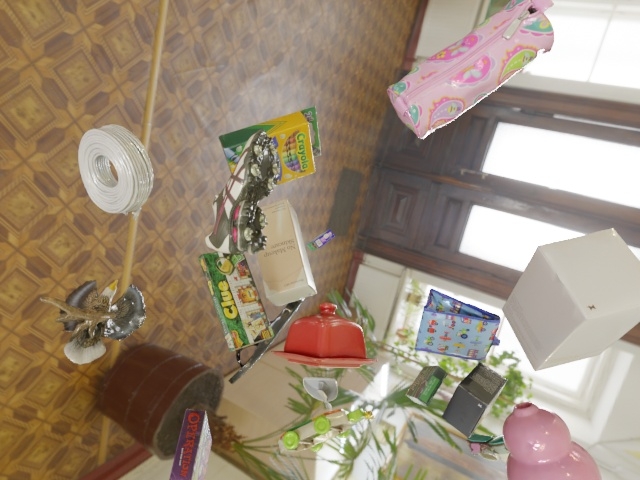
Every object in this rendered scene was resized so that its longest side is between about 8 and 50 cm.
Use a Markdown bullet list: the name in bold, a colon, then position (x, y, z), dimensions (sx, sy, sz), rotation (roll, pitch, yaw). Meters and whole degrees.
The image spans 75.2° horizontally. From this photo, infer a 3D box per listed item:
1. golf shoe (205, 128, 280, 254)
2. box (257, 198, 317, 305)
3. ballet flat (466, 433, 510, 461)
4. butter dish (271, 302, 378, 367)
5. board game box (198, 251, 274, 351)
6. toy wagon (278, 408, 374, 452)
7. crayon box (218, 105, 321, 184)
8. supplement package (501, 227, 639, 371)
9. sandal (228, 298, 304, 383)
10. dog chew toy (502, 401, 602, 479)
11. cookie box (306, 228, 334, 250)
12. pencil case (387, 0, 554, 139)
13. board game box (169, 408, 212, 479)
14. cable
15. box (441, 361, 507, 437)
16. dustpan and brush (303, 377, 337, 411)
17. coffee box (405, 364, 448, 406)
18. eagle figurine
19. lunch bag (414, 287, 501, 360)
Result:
- **golf shoe**: position (-0.160, -0.104, 0.837), dimensions (0.105, 0.120, 0.273), rotation (44, 50, -54)
- **box**: position (-0.124, 0.040, 1.356), dimensions (0.121, 0.147, 0.311), rotation (60, 11, -65)
- **ballet flat**: position (0.558, 0.662, 1.327), dimensions (0.076, 0.079, 0.221), rotation (-15, 163, -28)
- **butter dish**: position (0.010, 0.180, 0.802), dimensions (0.160, 0.159, 0.118), rotation (15, 75, -38)
- **board game box**: position (-0.221, 0.150, 1.096), dimensions (0.136, 0.260, 0.030), rotation (-8, 160, -48)
- **toy wagon**: position (0.027, 0.671, 1.480), dimensions (0.344, 0.068, 0.267), rotation (-28, 147, 5)
- **crayon box**: position (-0.141, -0.284, 1.343), dimensions (0.322, 0.083, 0.203), rotation (-21, 141, -10)
- **supplement package**: position (0.560, 0.142, 0.926), dimensions (0.293, 0.175, 0.178), rotation (82, -5, -54)
- **sandal**: position (-0.237, 0.380, 1.679), dimensions (0.446, 0.107, 0.167), rotation (-52, 174, 1)
- **dog chew toy**: position (0.483, 0.503, 0.854), dimensions (0.206, 0.206, 0.332), rotation (-3, 72, -65)
- **cookie box**: position (0.000, 0.000, 1.760), dimensions (0.091, 0.040, 0.107), rotation (-37, -176, -20)
- **pencil case**: position (0.261, -0.303, 0.734), dimensions (0.284, 0.124, 0.124), rotation (-33, 162, 15)
- **board game box**: position (-0.272, 0.539, 0.806), dimensions (0.208, 0.056, 0.347), rotation (108, -12, -48)
- **cable**: position (-0.614, -0.209, 1.235), dimensions (0.257, 0.257, 0.089), rotation (-41, 177, 34)
- **box**: position (0.526, 0.537, 1.415), dimensions (0.207, 0.108, 0.153), rotation (-11, 126, -49)
- **dustpan and brush**: position (0.019, 0.656, 1.758), dimensions (0.211, 0.147, 0.060), rotation (67, 26, -43)
- **coffee box**: position (0.307, 0.422, 1.213), dimensions (0.113, 0.040, 0.184), rotation (-52, 168, -11)
- **eagle figurine**: position (-0.675, 0.217, 1.274), dimensions (0.225, 0.226, 0.298), rotation (-32, -174, -17)
- **lunch bag**: position (0.528, 0.342, 1.573), dimensions (0.138, 0.293, 0.221), rotation (-51, 150, -50)
